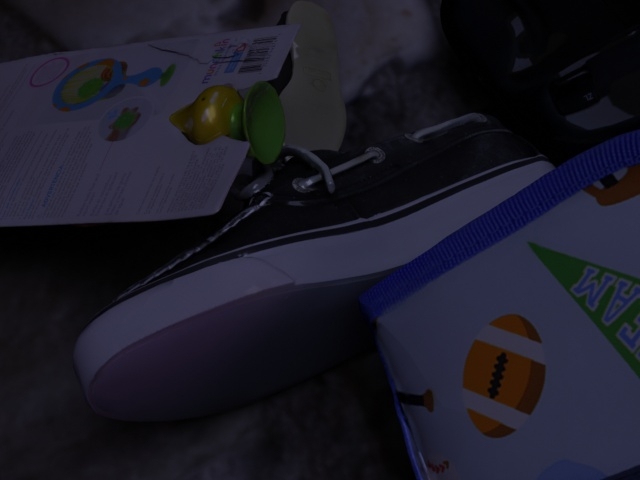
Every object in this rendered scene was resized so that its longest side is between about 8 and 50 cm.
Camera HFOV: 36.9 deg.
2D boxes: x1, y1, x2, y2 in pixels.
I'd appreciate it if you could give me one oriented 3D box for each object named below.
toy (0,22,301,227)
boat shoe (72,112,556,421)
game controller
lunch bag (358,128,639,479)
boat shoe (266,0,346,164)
[{"bbox_3d":[-0.125,-0.049,0.545,0.237,0.056,0.137,-4,50,30],"label":"toy"},{"bbox_3d":[0.001,-0.003,0.528,0.306,0.113,0.105,-24,60,-22],"label":"boat shoe"},{"bbox_3d":[0.241,-0.171,0.628,0.319,0.067,0.166,-27,58,-12],"label":"game controller"},{"bbox_3d":[0.246,0.095,0.426,0.385,0.239,0.328,-22,71,1],"label":"lunch bag"},{"bbox_3d":[-0.014,-0.092,0.618,0.049,0.042,0.133,16,57,-28],"label":"boat shoe"}]
